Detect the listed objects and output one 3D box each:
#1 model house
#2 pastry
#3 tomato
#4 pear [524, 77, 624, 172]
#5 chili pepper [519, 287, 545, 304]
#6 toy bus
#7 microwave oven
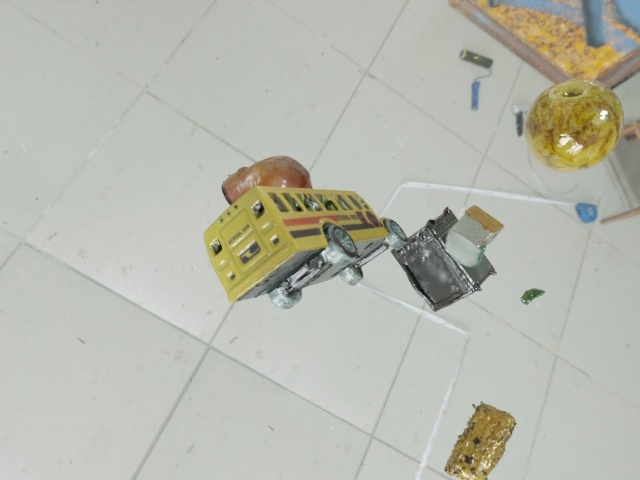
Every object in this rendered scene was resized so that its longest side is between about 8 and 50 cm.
[{"bbox_3d":[0.337,-0.009,1.054,0.087,0.101,0.100,39,68,23],"label":"model house"},{"bbox_3d":[0.272,0.345,0.818,0.079,0.056,0.140,25,73,20],"label":"pastry"},{"bbox_3d":[-0.101,-0.122,1.128,0.181,0.155,0.214,57,23,11],"label":"tomato"},{"bbox_3d":[0.732,-0.327,1.405,0.280,0.280,0.281,5,74,-19],"label":"pear"},{"bbox_3d":[0.592,0.148,1.340,0.117,0.055,0.035,-8,70,-54],"label":"chili pepper"},{"bbox_3d":[0.000,0.000,0.654,0.123,0.121,0.335,57,26,13],"label":"toy bus"},{"bbox_3d":[0.364,0.060,1.445,0.188,0.178,0.248,-28,81,-46],"label":"microwave oven"}]
